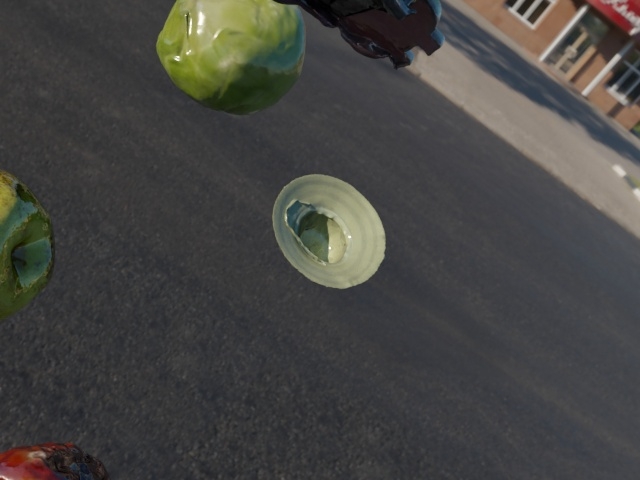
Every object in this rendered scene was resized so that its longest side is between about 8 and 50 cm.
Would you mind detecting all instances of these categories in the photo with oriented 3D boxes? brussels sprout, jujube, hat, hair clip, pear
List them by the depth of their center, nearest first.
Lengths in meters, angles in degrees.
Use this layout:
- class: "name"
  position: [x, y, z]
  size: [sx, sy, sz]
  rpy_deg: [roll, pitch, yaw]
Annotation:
- class: "hair clip"
  position: [0.038, -0.198, 0.549]
  size: [0.146, 0.056, 0.187]
  rpy_deg: [35, -2, -19]
- class: "jujube"
  position: [-0.330, 0.313, 0.788]
  size: [0.155, 0.155, 0.230]
  rpy_deg: [46, -16, 15]
- class: "pear"
  position: [-0.426, 0.004, 0.796]
  size: [0.197, 0.197, 0.197]
  rpy_deg: [30, 26, -17]
- class: "brussels sprout"
  position: [-0.163, -0.387, 1.294]
  size: [0.273, 0.242, 0.317]
  rpy_deg: [23, 59, -23]
- class: "hat"
  position: [0.000, 0.000, 1.343]
  size: [0.252, 0.110, 0.252]
  rpy_deg: [13, 60, -24]
